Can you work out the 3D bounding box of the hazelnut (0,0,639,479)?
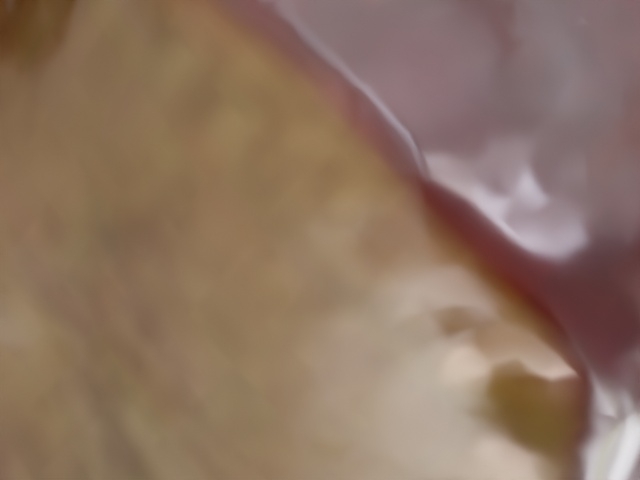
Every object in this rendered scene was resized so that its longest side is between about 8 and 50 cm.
[{"bbox_3d":[0.000,0.000,0.661,0.409,0.359,0.359,-40,-124,28],"label":"hazelnut"}]
